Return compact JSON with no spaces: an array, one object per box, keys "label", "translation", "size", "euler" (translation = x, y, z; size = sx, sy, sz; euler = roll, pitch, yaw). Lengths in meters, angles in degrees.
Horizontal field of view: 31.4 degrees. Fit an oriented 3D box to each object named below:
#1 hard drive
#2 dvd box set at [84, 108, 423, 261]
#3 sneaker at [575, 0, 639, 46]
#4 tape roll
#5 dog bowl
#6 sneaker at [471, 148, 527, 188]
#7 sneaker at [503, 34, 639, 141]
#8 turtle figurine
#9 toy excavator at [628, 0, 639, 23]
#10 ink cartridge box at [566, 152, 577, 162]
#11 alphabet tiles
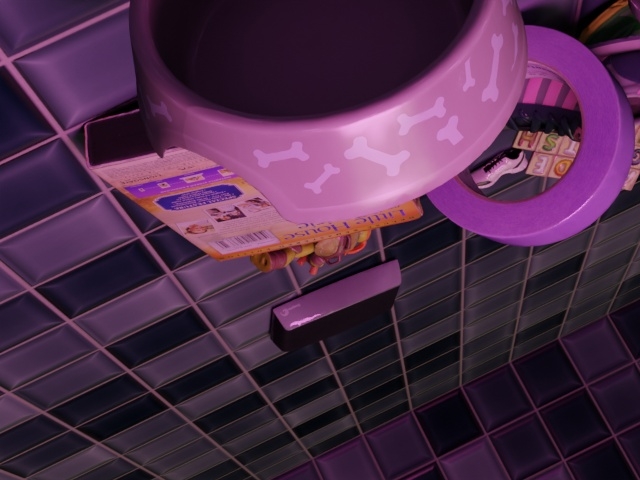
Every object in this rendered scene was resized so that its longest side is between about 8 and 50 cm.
[{"label":"hard drive","translation":[0.031,0.128,2.139],"size":[0.255,0.054,0.172],"euler":[-21,159,-14]},{"label":"dvd box set","translation":[-0.059,-0.080,1.401],"size":[0.308,0.062,0.420],"euler":[-12,162,13]},{"label":"sneaker","translation":[0.484,-0.276,1.603],"size":[0.296,0.123,0.109],"euler":[-8,153,-26]},{"label":"tape roll","translation":[0.259,-0.133,1.467],"size":[0.275,0.274,0.090],"euler":[-34,158,20]},{"label":"dog bowl","translation":[-0.001,-0.186,0.962],"size":[0.349,0.348,0.102],"euler":[-25,148,-4]},{"label":"sneaker","translation":[0.291,-0.124,1.882],"size":[0.109,0.040,0.043],"euler":[-28,144,-7]},{"label":"sneaker","translation":[0.334,-0.179,1.537],"size":[0.319,0.131,0.112],"euler":[-13,151,33]},{"label":"turtle figurine","translation":[0.000,0.000,1.745],"size":[0.217,0.087,0.269],"euler":[-9,153,-40]},{"label":"toy excavator","translation":[0.557,-0.399,1.212],"size":[0.445,0.433,0.222],"euler":[-3,167,20]},{"label":"ink cartridge box","translation":[0.445,-0.203,1.783],"size":[0.189,0.097,0.255],"euler":[-28,160,4]},{"label":"alphabet tiles","translation":[0.416,-0.177,1.739],"size":[0.237,0.009,0.198],"euler":[7,121,-20]}]
